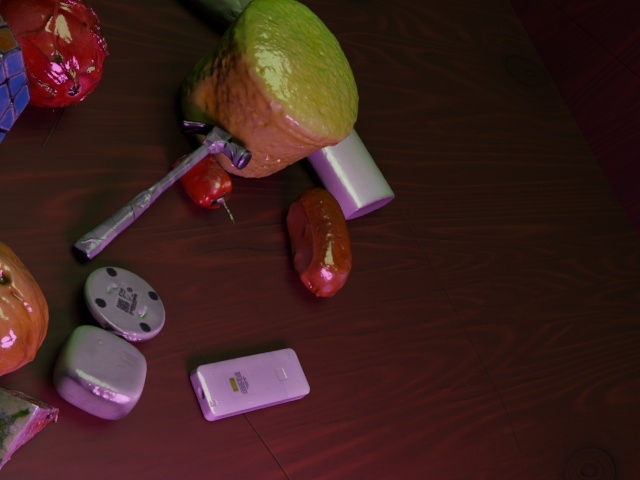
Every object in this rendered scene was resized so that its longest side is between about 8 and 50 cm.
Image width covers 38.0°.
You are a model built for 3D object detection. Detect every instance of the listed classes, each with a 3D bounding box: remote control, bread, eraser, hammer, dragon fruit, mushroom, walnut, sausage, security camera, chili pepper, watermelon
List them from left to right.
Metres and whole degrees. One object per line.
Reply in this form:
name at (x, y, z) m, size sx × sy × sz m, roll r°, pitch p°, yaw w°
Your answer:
walnut at (-0.508, 0.101, 1.383) m, size 0.222 × 0.195 × 0.195 m, roll 47°, pitch 39°, yaw 1°
watermelon at (-0.455, 0.248, 1.387) m, size 0.098 × 0.121 × 0.158 m, roll 37°, pitch 35°, yaw 9°
dragon fruit at (-0.511, -0.364, 1.707) m, size 0.241 × 0.241 × 0.252 m, roll -15°, pitch 91°, yaw -49°
security camera at (-0.356, 0.166, 1.574) m, size 0.157 × 0.080 × 0.301 m, roll 31°, pitch 33°, yaw -20°
hammer at (-0.305, -0.093, 1.770) m, size 0.152 × 0.044 × 0.427 m, roll 35°, pitch 51°, yaw 7°
mushroom at (-0.278, -0.618, 2.213) m, size 0.350 × 0.128 × 0.128 m, roll 39°, pitch 40°, yaw -9°
chili pepper at (-0.224, -0.106, 1.894) m, size 0.192 × 0.086 × 0.084 m, roll 56°, pitch 33°, yaw 10°
remote control at (-0.128, 0.267, 1.746) m, size 0.250 × 0.034 × 0.103 m, roll -6°, pitch 65°, yaw -47°
bread at (-0.111, -0.313, 1.990) m, size 0.348 × 0.308 × 0.348 m, roll 31°, pitch 42°, yaw -33°
sausage at (0.002, 0.000, 2.007) m, size 0.133 × 0.133 × 0.258 m, roll 17°, pitch 49°, yaw -35°
eraser at (0.053, -0.190, 2.225) m, size 0.174 × 0.095 × 0.270 m, roll -21°, pitch 76°, yaw -50°

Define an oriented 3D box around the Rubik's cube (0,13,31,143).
Rubik's cube at (-0.627, -0.270, 1.485) m, size 0.264 × 0.319 × 0.319 m, roll 27°, pitch 39°, yaw 10°
